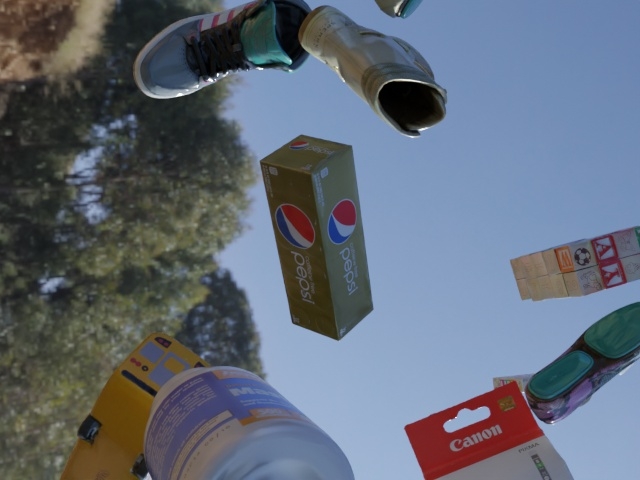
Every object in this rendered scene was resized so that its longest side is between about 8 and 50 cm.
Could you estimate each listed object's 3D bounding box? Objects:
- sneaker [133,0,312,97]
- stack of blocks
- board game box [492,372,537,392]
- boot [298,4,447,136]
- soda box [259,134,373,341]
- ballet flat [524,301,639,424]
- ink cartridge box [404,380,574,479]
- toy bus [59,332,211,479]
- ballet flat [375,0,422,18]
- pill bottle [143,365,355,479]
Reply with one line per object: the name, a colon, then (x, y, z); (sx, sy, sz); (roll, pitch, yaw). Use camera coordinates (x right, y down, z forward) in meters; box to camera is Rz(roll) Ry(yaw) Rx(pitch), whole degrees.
sneaker: (-0.123, -0.291, 1.214); (0.178, 0.296, 0.123); (18, -46, 58)
stack of blocks: (0.457, 0.048, 1.467); (0.297, 0.171, 0.087); (150, -74, -75)
board game box: (0.406, 0.254, 1.466); (0.103, 0.154, 0.026); (152, -66, -70)
boot: (0.090, -0.175, 0.913); (0.077, 0.213, 0.165); (-55, -130, 18)
soda box: (0.000, 0.000, 0.738); (0.061, 0.058, 0.181); (17, -49, 36)
ballet flat: (0.367, 0.166, 1.079); (0.077, 0.222, 0.079); (43, -16, 50)
ink cartridge box: (0.230, 0.309, 1.080); (0.056, 0.181, 0.224); (67, 0, -59)
toy bus: (-0.267, 0.280, 1.108); (0.108, 0.130, 0.332); (34, -52, 2)
ballet flat: (0.134, -0.343, 0.845); (0.248, 0.086, 0.086); (-44, -126, 31)
pill bottle: (-0.085, 0.207, 0.778); (0.272, 0.152, 0.152); (-163, -111, -67)
